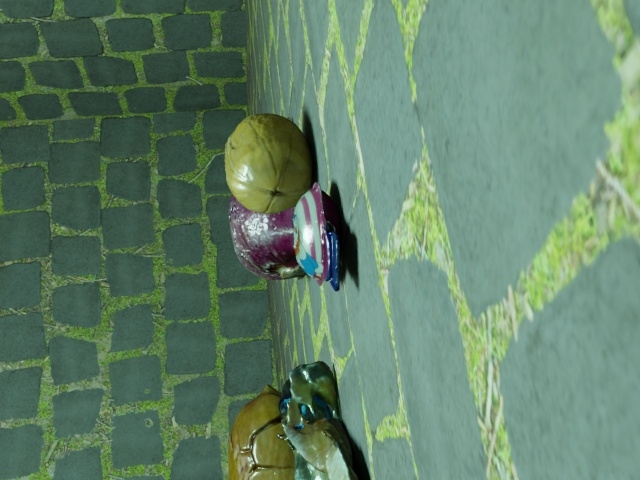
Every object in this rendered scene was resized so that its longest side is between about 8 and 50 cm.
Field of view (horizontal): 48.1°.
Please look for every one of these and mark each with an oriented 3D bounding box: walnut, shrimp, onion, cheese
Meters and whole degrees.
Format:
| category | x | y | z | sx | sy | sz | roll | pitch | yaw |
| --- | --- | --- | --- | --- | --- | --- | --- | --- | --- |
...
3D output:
| category | x | y | z | sx | sy | sz | roll | pitch | yaw |
| --- | --- | --- | --- | --- | --- | --- | --- | --- | --- |
| walnut | -0.073 | 0.396 | 1.280 | 0.203 | 0.203 | 0.298 | 97 | 158 | -60 |
| walnut | -0.091 | -0.134 | 1.266 | 0.197 | 0.165 | 0.165 | -119 | 23 | -52 |
| shrimp | 0.010 | 0.360 | 1.070 | 0.445 | 0.110 | 0.221 | -110 | 22 | -50 |
| onion | -0.116 | -0.083 | 1.496 | 0.267 | 0.159 | 0.348 | 111 | 152 | -67 |
| cheese | 0.000 | 0.000 | 1.017 | 0.244 | 0.062 | 0.155 | -119 | 27 | -71 |
